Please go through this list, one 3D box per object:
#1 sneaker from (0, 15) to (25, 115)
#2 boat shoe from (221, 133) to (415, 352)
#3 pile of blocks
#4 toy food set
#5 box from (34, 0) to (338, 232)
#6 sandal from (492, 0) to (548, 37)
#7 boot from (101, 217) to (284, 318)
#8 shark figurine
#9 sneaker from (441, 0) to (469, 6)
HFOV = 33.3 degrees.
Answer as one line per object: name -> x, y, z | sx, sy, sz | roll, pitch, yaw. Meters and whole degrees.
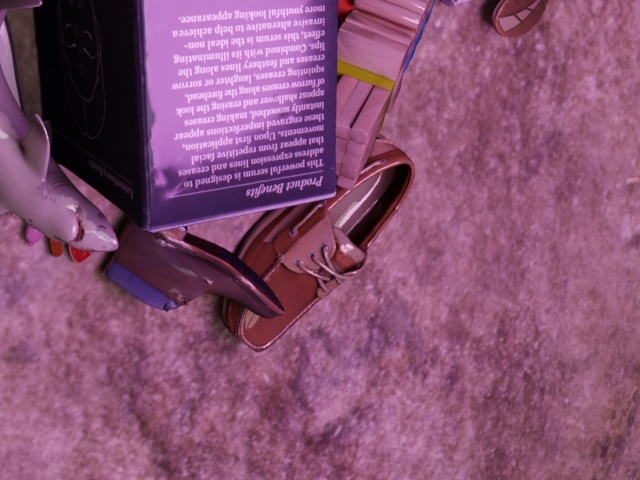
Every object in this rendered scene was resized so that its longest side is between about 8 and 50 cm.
sneaker -> -0.397, -0.148, 1.036 | 0.178, 0.123, 0.296 | -25, 121, -35
boat shoe -> 0.000, 0.000, 1.350 | 0.122, 0.120, 0.324 | 38, 85, -37
pile of blocks -> 0.058, -0.246, 1.314 | 0.112, 0.149, 0.362 | 23, 75, 6
toy food set -> -0.296, -0.016, 1.214 | 0.078, 0.019, 0.122 | -48, 134, -9
box -> -0.142, -0.247, 1.053 | 0.212, 0.293, 0.396 | -11, 114, -30
sandal -> 0.280, -0.344, 1.455 | 0.180, 0.049, 0.072 | -55, 134, -22
boot -> -0.153, 0.050, 1.278 | 0.219, 0.082, 0.106 | 38, 97, -11
shark figurine -> -0.284, -0.125, 1.026 | 0.116, 0.166, 0.278 | -47, 130, -63
sneaker -> 0.193, -0.380, 1.379 | 0.061, 0.053, 0.152 | -16, 129, -40
